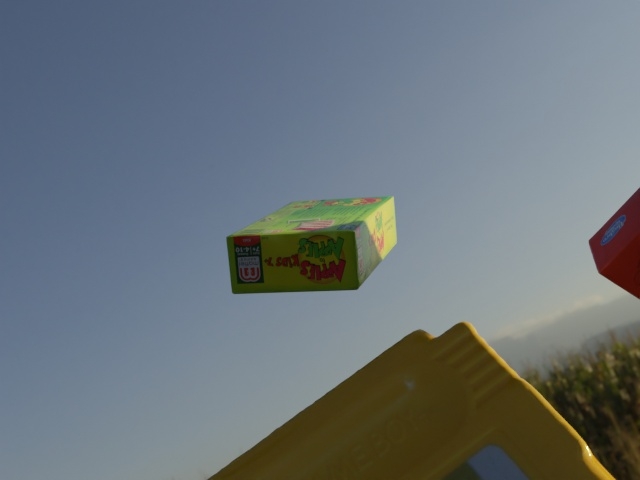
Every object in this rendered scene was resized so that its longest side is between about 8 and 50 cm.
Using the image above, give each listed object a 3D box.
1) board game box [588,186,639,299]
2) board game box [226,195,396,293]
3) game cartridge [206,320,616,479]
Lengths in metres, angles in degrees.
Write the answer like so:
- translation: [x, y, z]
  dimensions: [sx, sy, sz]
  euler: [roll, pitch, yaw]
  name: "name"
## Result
- translation: [0.449, -0.035, 0.886]
  dimensions: [0.317, 0.242, 0.064]
  euler: [-54, 13, 28]
  name: "board game box"
- translation: [0.000, 0.000, 0.744]
  dimensions: [0.092, 0.043, 0.181]
  euler: [-2, 10, 13]
  name: "board game box"
- translation: [0.057, 0.222, 0.513]
  dimensions: [0.285, 0.324, 0.053]
  euler: [-35, -37, -8]
  name: "game cartridge"
